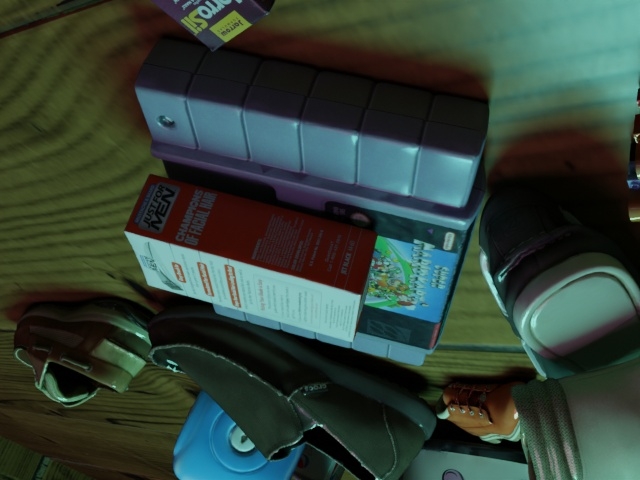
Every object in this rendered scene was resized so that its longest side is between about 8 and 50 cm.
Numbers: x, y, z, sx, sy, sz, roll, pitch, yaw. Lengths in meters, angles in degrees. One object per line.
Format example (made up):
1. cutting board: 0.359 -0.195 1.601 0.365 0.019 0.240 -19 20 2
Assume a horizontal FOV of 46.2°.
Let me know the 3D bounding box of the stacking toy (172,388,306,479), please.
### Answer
1. stacking toy: -0.118 0.294 1.143 0.165 0.175 0.302 26 166 0

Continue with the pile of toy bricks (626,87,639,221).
1. pile of toy bricks: 0.240 0.006 0.421 0.118 0.105 0.212 -4 145 36

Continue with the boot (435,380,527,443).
1. boot: 0.181 0.184 0.834 0.084 0.059 0.158 24 153 -1

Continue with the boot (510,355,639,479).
1. boot: 0.233 0.164 0.533 0.165 0.077 0.213 -20 114 9

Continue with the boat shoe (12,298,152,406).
1. boat shoe: -0.346 0.160 1.032 0.122 0.120 0.324 37 147 -31

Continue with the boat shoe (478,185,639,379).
1. boat shoe: 0.215 0.069 0.591 0.112 0.096 0.335 -32 138 13

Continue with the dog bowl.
1. dog bowl: 0.283 0.391 1.000 0.407 0.150 0.408 13 158 5

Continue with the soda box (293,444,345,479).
1. soda box: -0.003 0.357 1.207 0.069 0.074 0.216 21 159 13

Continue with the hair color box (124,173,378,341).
1. hair color box: -0.047 0.014 0.545 0.167 0.053 0.093 14 153 6

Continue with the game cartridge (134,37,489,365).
1. game cartridge: 0.000 0.000 0.608 0.230 0.068 0.355 17 153 11

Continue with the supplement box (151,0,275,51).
1. supplement box: -0.067 -0.148 0.391 0.083 0.043 0.055 35 147 -30

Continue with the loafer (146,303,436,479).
1. loafer: -0.048 0.187 0.879 0.365 0.130 0.134 21 153 5
